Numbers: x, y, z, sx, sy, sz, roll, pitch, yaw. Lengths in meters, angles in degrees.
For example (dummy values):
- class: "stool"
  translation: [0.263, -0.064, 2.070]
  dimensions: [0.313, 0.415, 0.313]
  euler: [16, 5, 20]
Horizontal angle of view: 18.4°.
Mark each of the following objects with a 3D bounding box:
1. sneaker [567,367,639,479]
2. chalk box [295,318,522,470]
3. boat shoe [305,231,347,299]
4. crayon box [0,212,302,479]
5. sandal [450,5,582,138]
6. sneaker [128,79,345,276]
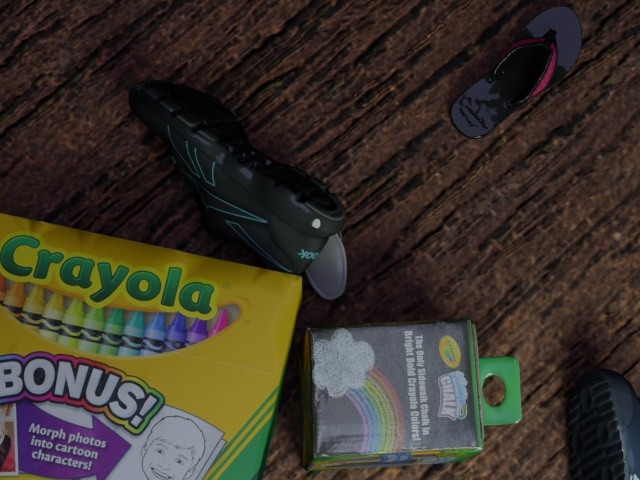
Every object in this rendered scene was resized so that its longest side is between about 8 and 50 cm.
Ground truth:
- class: "sneaker"
  translation: [0.339, 0.276, 1.966]
  dimensions: [0.131, 0.112, 0.319]
  euler: [-9, 83, -24]
- class: "chalk box"
  translation: [0.089, 0.152, 1.942]
  dimensions: [0.213, 0.132, 0.132]
  euler: [-1, 79, -6]
- class: "boat shoe"
  translation: [0.000, 0.000, 2.009]
  dimensions: [0.046, 0.038, 0.125]
  euler: [-22, 80, 11]
- class: "crayon box"
  translation: [-0.225, 0.155, 1.906]
  dimensions: [0.363, 0.106, 0.313]
  euler: [12, 77, 3]
- class: "sandal"
  translation: [0.210, -0.175, 2.058]
  dimensions: [0.067, 0.040, 0.179]
  euler: [45, 79, 4]
- class: "sneaker"
  translation: [-0.103, -0.061, 1.979]
  dimensions: [0.267, 0.101, 0.106]
  euler: [40, 116, 20]
